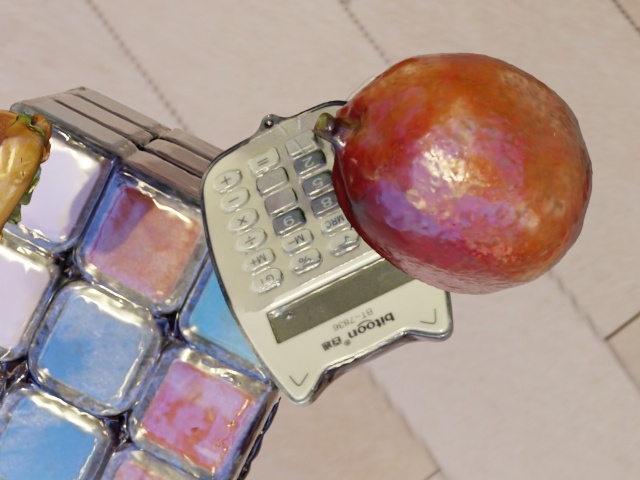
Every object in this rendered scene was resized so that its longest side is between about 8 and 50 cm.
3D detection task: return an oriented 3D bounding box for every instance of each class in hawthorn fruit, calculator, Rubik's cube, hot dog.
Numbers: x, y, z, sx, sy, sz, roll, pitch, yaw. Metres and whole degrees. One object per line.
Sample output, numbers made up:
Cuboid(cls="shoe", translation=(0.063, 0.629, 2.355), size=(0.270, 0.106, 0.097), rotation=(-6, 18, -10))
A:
Cuboid(cls="hawthorn fruit", translation=(0.085, -0.051, 1.334), size=(0.188, 0.169, 0.169), rotation=(27, 104, -26))
Cuboid(cls="calculator", translation=(0.000, 0.000, 1.590), size=(0.177, 0.040, 0.268), rotation=(-24, 59, 4))
Cuboid(cls="Rubik's cube", translation=(-0.194, 0.077, 1.980), size=(0.358, 0.363, 0.362), rotation=(29, 102, 3))
Cuboid(cls="hot dog", translation=(-0.248, -0.013, 1.405), size=(0.188, 0.055, 0.072), rotation=(-52, 39, 15))

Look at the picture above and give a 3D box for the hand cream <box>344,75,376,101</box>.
Cuboid(cls="hand cream", translation=(0.058, -0.038, 1.877), size=(0.079, 0.048, 0.255), rotation=(-46, 46, 42))
